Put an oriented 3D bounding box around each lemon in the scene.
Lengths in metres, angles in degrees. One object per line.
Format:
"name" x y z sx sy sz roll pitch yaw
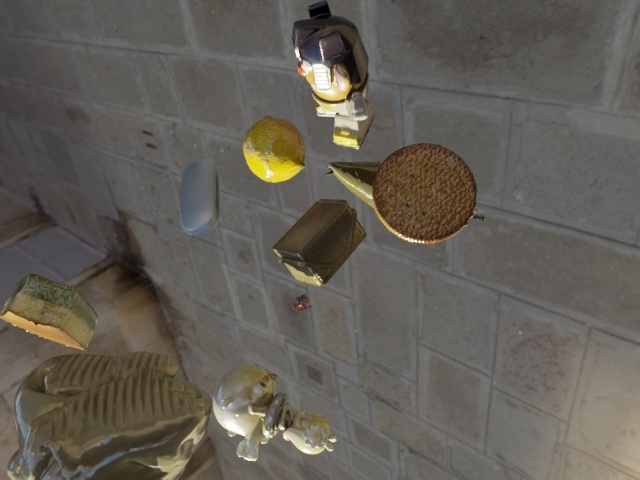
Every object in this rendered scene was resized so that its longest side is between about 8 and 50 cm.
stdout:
"lemon" -0.173 -0.344 1.896 0.254 0.228 0.228 66 150 27

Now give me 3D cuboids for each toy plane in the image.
"toy plane" -0.071 0.237 1.908 0.037 0.145 0.060 -24 85 18

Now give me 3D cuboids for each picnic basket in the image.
"picnic basket" 0.000 0.000 1.567 0.165 0.267 0.139 8 139 53

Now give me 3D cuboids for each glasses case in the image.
"glasses case" -0.222 -0.083 0.938 0.045 0.067 0.179 66 -170 -49

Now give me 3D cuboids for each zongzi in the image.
"zongzi" 0.280 -0.134 1.700 0.447 0.418 0.182 35 109 34

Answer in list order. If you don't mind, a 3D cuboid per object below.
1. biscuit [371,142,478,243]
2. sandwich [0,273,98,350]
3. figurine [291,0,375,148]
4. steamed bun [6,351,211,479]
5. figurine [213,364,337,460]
"biscuit" 0.296 -0.135 1.448 0.305 0.305 0.038 42 172 15
"sandwich" -0.619 0.176 1.206 0.220 0.108 0.186 34 148 -30
"figurine" 0.031 -0.350 1.063 0.308 0.143 0.308 47 167 14
"steamed bun" -0.407 0.395 1.022 0.342 0.367 0.255 -135 46 -64
"figurine" -0.141 0.549 1.527 0.394 0.226 0.275 19 93 12
